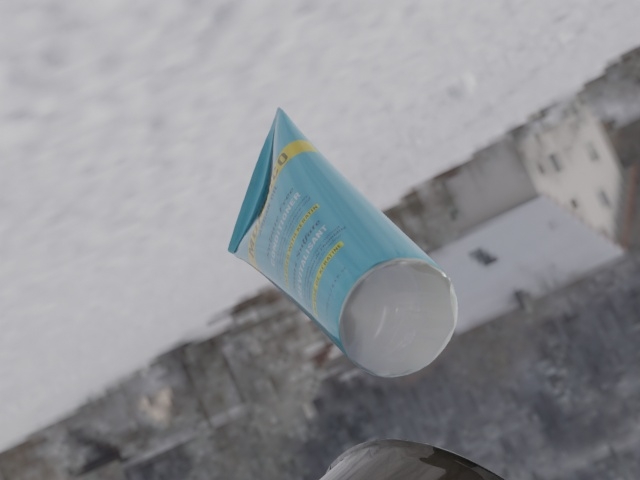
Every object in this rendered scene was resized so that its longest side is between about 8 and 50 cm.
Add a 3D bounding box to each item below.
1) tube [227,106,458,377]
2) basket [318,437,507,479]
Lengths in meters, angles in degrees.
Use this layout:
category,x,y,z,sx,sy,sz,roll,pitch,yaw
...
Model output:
category,x,y,z,sx,sy,sz,roll,pitch,yaw
tube,0.000,0.000,0.743,0.052,0.080,0.207,20,-170,-24
basket,-0.018,0.180,0.414,0.227,0.204,0.154,-23,148,-36
